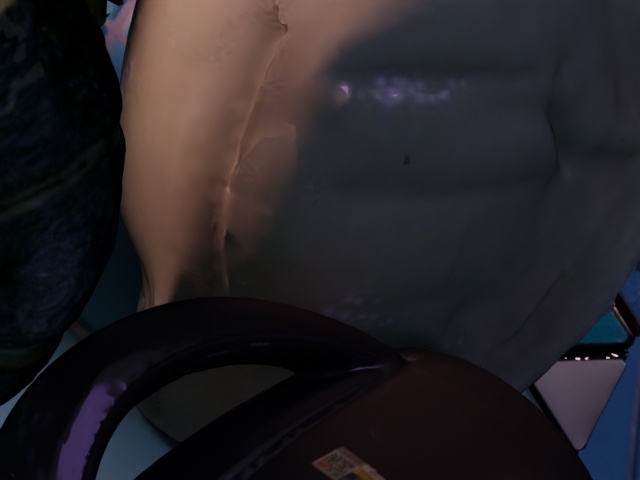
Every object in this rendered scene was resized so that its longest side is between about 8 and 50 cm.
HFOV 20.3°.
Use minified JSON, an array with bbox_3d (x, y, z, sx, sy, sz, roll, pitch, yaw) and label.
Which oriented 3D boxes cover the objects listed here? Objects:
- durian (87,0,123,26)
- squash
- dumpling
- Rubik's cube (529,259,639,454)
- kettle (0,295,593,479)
[{"bbox_3d":[-0.203,-0.214,0.911,0.291,0.224,0.291,28,41,-27],"label":"durian"},{"bbox_3d":[-0.200,-0.033,0.707,0.252,0.252,0.165,39,22,-21],"label":"squash"},{"bbox_3d":[0.050,-0.054,0.926,0.316,0.395,0.233,16,7,-10],"label":"dumpling"},{"bbox_3d":[0.175,-0.013,1.382,0.250,0.284,0.234,23,5,14],"label":"Rubik's cube"},{"bbox_3d":[-0.034,0.155,0.771,0.290,0.207,0.268,-19,99,-47],"label":"kettle"}]
